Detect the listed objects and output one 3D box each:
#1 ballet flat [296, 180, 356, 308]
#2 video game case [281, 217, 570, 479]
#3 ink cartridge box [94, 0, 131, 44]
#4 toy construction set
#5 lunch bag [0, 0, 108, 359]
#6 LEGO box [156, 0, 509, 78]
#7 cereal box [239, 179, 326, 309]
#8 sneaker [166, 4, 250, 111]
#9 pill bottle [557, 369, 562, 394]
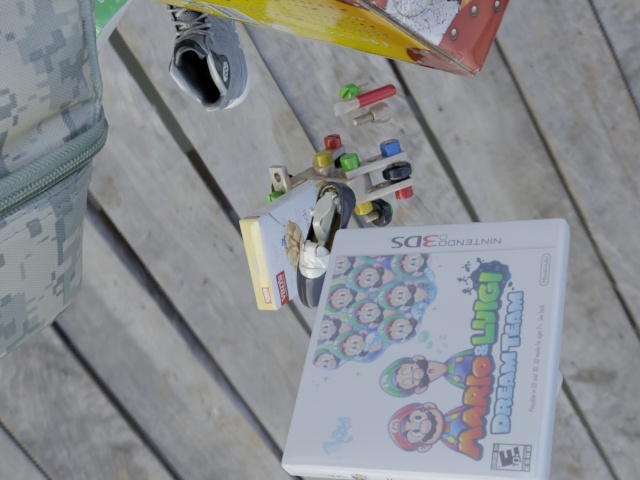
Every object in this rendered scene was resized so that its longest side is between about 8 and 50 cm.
[{"bbox_3d":[0.000,0.000,1.472,0.074,0.074,0.203,23,72,-19],"label":"ballet flat"},{"bbox_3d":[0.060,0.058,0.541,0.143,0.157,0.019,-2,146,25],"label":"video game case"},{"bbox_3d":[-0.479,-0.419,1.601,0.289,0.211,0.121,39,55,-13],"label":"ink cartridge box"},{"bbox_3d":[0.024,-0.141,1.857,0.237,0.257,0.308,-23,136,-30],"label":"toy construction set"},{"bbox_3d":[-0.233,-0.100,0.336,0.305,0.213,0.256,33,128,18],"label":"lunch bag"},{"bbox_3d":[-0.037,-0.379,0.794,0.193,0.500,0.372,19,94,-47],"label":"LEGO box"},{"bbox_3d":[-0.050,0.004,1.787,0.047,0.240,0.172,0,111,31],"label":"cereal box"},{"bbox_3d":[-0.140,-0.251,1.091,0.086,0.132,0.228,-15,106,13],"label":"sneaker"},{"bbox_3d":[0.095,0.100,0.822,0.194,0.108,0.108,35,101,8],"label":"pill bottle"}]
